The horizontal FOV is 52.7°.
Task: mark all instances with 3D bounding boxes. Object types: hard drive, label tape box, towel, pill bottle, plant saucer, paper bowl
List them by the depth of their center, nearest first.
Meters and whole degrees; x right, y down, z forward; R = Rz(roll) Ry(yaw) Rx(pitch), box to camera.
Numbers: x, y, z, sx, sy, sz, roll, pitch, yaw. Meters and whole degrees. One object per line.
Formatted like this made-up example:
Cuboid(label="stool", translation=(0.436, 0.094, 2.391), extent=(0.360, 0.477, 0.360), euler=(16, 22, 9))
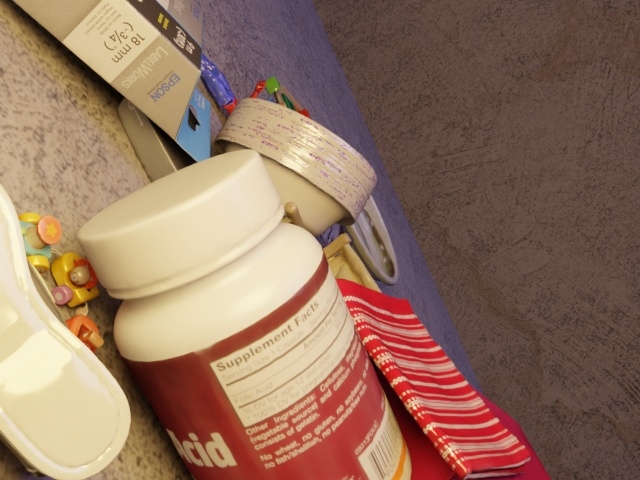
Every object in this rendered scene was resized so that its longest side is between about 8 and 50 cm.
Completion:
Cuboid(label="pill bottle", translation=(-0.071, 0.122, 0.674), extent=(0.224, 0.224, 0.392), euler=(-74, 143, -67))
Cuboid(label="towel", translation=(0.127, 0.158, 0.773), extent=(0.199, 0.031, 0.275), euler=(23, 24, -51))
Cuboid(label="label tape box", translation=(-0.236, -0.284, 0.887), extent=(0.334, 0.106, 0.240), euler=(42, 21, -32))
Cuboid(label="hard drive", translation=(-0.200, -0.108, 0.972), extent=(0.254, 0.054, 0.172), euler=(62, 16, -10))
Cuboid(label="paper bowl", translation=(-0.057, -0.111, 1.128), extent=(0.284, 0.148, 0.284), euler=(30, -7, 4))
Cuboid(label="plant saucer", translation=(0.080, -0.051, 1.713), extent=(0.400, 0.101, 0.400), euler=(57, 17, -28))

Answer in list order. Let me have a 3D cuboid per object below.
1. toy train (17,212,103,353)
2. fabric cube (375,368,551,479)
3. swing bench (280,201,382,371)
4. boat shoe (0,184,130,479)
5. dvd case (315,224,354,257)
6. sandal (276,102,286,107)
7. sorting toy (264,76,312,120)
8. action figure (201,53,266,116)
Cuboid(label="toy train", translation=(-0.249, 0.042, 0.607), extent=(0.166, 0.046, 0.125), euler=(57, 17, -28))
Cuboid(label="fabric cube", translation=(0.146, 0.345, 0.849), extent=(0.259, 0.254, 0.258), euler=(38, 13, -19))
Cuboid(label="swing bench", translation=(0.002, 0.110, 1.007), extent=(0.253, 0.165, 0.255), euler=(58, 13, 23))
Cuboid(label="boat shoe", translation=(-0.260, 0.047, 0.485), extent=(0.109, 0.091, 0.305), euler=(-38, 103, -36))
Cuboid(label="dvd case", translation=(0.000, 0.000, 1.404), extent=(0.221, 0.018, 0.164), euler=(51, 47, -41))
Cuboid(label="sandal", translation=(-0.051, -0.216, 1.405), extent=(0.240, 0.079, 0.088), euler=(90, -13, -66))
Cuboid(label="sorting toy", translation=(-0.053, -0.328, 1.791), extent=(0.348, 0.047, 0.196), euler=(36, 33, -61))
Cuboid(label="action figure", translation=(-0.160, -0.304, 1.260), extent=(0.280, 0.139, 0.091), euler=(62, 17, -21))
